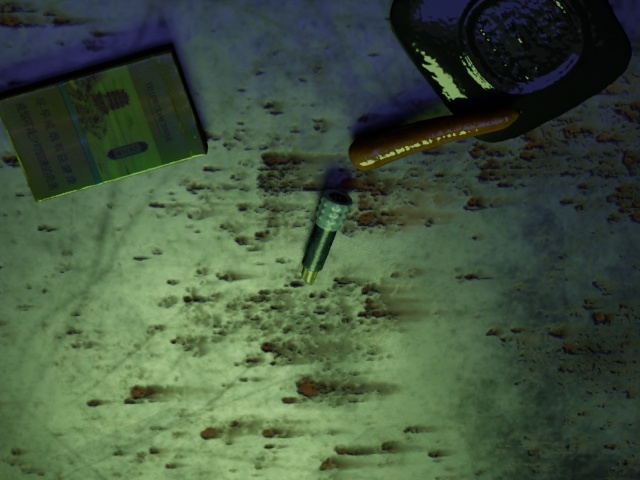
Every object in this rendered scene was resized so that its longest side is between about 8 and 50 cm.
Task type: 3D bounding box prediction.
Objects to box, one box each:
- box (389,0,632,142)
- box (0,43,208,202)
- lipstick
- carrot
[{"bbox_3d":[0.197,-0.209,1.324,0.201,0.042,0.212,-32,114,12],"label":"box"},{"bbox_3d":[-0.227,-0.122,1.350,0.193,0.030,0.121,-15,116,4],"label":"box"},{"bbox_3d":[0.000,0.000,1.421,0.037,0.037,0.116,16,118,-11],"label":"lipstick"},{"bbox_3d":[0.118,-0.111,1.350,0.190,0.037,0.037,-14,116,19],"label":"carrot"}]
